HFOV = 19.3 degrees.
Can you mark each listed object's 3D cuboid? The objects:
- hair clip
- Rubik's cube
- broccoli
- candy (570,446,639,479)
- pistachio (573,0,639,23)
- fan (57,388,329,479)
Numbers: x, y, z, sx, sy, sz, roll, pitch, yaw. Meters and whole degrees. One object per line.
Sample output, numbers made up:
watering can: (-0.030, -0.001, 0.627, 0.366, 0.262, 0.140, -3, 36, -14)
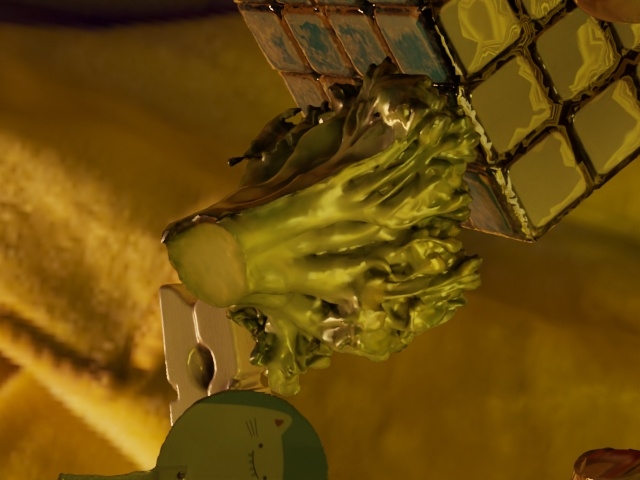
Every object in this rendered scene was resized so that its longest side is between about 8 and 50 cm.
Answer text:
hair clip: (-0.093, 0.200, 1.850, 0.101, 0.331, 0.085, -9, -2, 27)
Rubik's cube: (0.151, -0.242, 1.766, 0.344, 0.337, 0.344, -39, 24, -20)
broccoli: (0.000, 0.000, 1.525, 0.248, 0.288, 0.245, 23, 35, 35)
candy: (0.185, 0.172, 1.063, 0.110, 0.095, 0.085, 29, -16, -35)
pistachio: (0.235, -0.236, 1.243, 0.131, 0.206, 0.129, 44, 22, -10)
fan: (-0.082, 0.152, 1.210, 0.175, 0.005, 0.113, -1, 74, -6)
